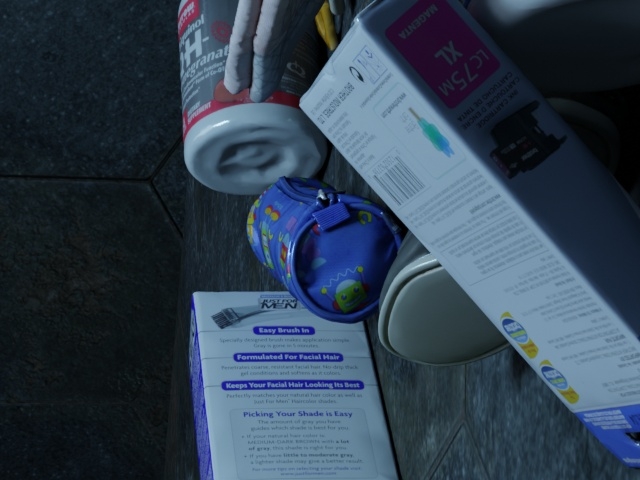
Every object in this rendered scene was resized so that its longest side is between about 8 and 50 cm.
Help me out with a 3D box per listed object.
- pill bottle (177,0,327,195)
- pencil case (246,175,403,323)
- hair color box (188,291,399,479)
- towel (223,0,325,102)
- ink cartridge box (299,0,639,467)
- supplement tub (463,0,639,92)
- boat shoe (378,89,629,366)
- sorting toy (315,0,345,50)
[{"bbox_3d":[-0.089,-0.231,2.130,0.176,0.176,0.318,108,160,-58],"label":"pill bottle"},{"bbox_3d":[0.000,0.000,1.779,0.306,0.119,0.133,-148,43,-78],"label":"pencil case"},{"bbox_3d":[-0.033,0.197,1.758,0.339,0.185,0.110,-100,14,-49],"label":"hair color box"},{"bbox_3d":[0.017,-0.318,1.546,0.332,0.053,0.317,-62,-2,-24],"label":"towel"},{"bbox_3d":[0.122,-0.001,0.974,0.311,0.065,0.186,51,166,0],"label":"ink cartridge box"},{"bbox_3d":[0.147,-0.199,0.958,0.144,0.144,0.199,118,152,-67],"label":"supplement tub"},{"bbox_3d":[0.128,-0.022,1.182,0.335,0.112,0.095,117,171,-54],"label":"boat shoe"},{"bbox_3d":[-0.005,-0.379,1.942,0.347,0.047,0.196,79,170,-45],"label":"sorting toy"}]
